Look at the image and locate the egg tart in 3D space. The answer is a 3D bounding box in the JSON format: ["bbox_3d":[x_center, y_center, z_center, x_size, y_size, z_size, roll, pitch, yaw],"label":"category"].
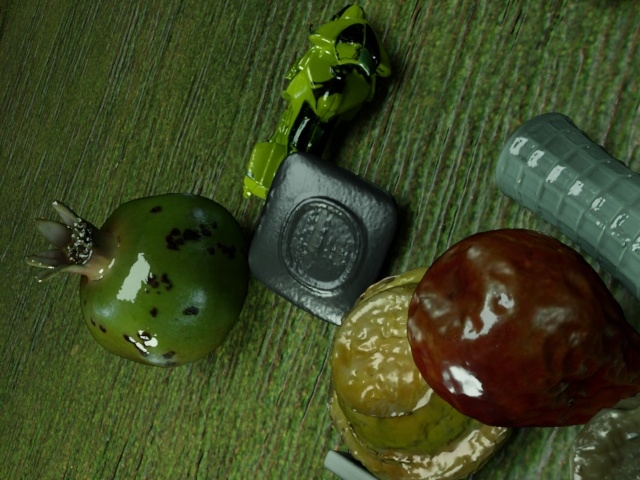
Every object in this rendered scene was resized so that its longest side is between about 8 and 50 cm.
[{"bbox_3d":[0.109,0.146,0.828,0.288,0.118,0.288,-22,49,28],"label":"egg tart"}]

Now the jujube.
[{"bbox_3d":[0.208,0.096,0.671,0.190,0.255,0.190,-48,27,35],"label":"jujube"}]

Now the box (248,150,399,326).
[{"bbox_3d":[0.000,0.000,0.972,0.201,0.042,0.212,26,105,12],"label":"box"}]

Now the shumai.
[{"bbox_3d":[0.309,0.218,0.637,0.153,0.209,0.161,111,156,-73],"label":"shumai"}]

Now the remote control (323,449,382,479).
[{"bbox_3d":[0.095,0.306,0.831,0.190,0.087,0.029,20,85,44],"label":"remote control"}]

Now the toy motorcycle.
[{"bbox_3d":[0.002,-0.199,1.040,0.206,0.142,0.342,-130,63,-80],"label":"toy motorcycle"}]

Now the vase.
[{"bbox_3d":[0.314,-0.018,0.706,0.143,0.143,0.299,-54,46,15],"label":"vase"}]

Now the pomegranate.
[{"bbox_3d":[-0.258,0.041,1.078,0.291,0.323,0.291,-12,55,18],"label":"pomegranate"}]
